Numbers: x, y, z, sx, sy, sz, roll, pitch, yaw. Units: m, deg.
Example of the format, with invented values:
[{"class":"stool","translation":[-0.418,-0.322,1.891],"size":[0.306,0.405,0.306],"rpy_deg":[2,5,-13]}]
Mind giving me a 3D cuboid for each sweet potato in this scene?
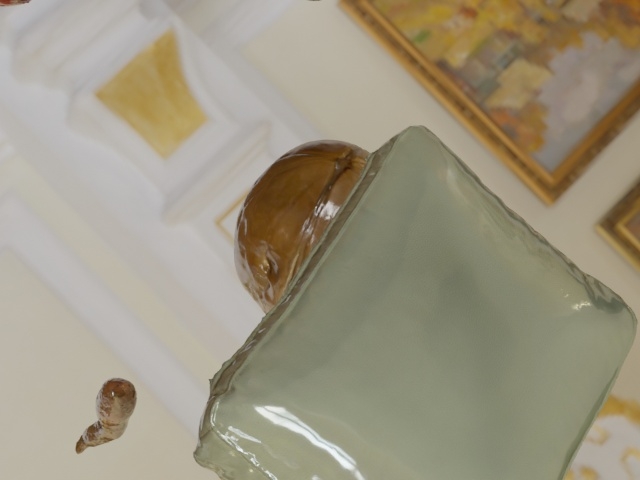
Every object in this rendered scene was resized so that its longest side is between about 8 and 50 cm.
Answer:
[{"class":"sweet potato","translation":[-0.259,0.216,1.624],"size":[0.050,0.050,0.214],"rpy_deg":[-44,173,-33]}]

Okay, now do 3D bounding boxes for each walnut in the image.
[{"class":"walnut","translation":[0.000,0.000,1.294],"size":[0.167,0.167,0.207],"rpy_deg":[-44,162,-45]}]

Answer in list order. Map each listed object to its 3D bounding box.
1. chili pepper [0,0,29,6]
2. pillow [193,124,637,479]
[{"class":"chili pepper","translation":[-0.350,-0.319,1.014],"size":[0.229,0.305,0.251],"rpy_deg":[110,-6,-66]},{"class":"pillow","translation":[0.078,0.093,0.947],"size":[0.322,0.255,0.120],"rpy_deg":[-56,-172,-37]}]
